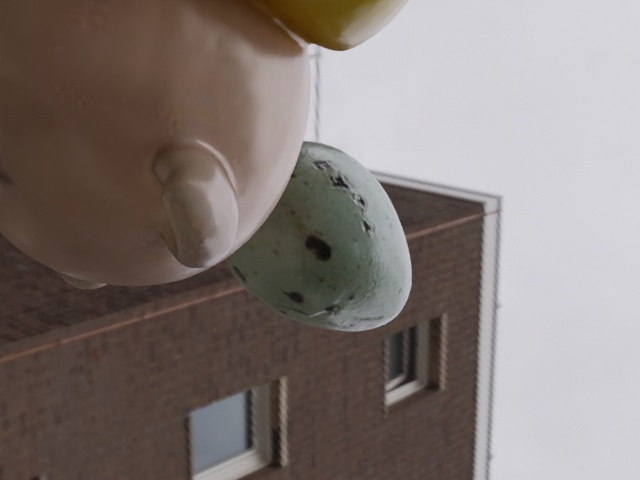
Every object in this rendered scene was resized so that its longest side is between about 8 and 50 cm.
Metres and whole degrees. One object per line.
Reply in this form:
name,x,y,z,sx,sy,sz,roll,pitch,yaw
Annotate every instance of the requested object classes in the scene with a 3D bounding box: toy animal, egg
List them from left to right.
toy animal,-0.126,-0.098,0.547,0.345,0.277,0.247,-154,-100,-69
egg,0.000,0.000,0.818,0.164,0.131,0.131,41,-37,-26
